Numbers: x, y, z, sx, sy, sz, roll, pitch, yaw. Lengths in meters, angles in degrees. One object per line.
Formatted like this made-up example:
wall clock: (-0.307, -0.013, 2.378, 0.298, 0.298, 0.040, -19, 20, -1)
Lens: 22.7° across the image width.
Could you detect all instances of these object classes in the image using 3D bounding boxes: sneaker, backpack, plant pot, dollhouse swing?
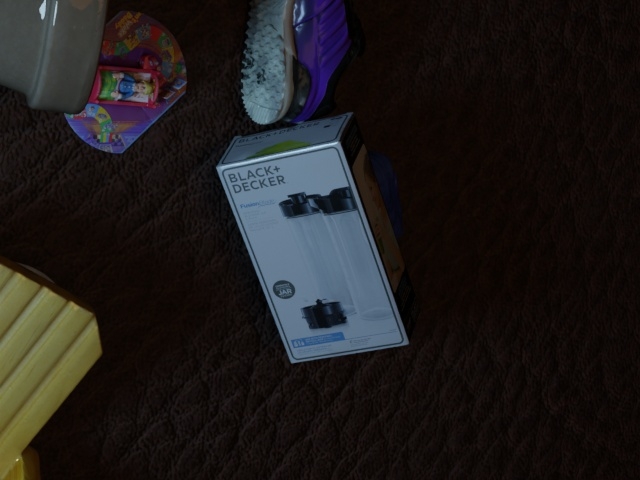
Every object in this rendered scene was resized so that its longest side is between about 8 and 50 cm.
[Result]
sneaker: (-0.006, -0.286, 1.965, 0.146, 0.102, 0.293, 2, 104, -39)
backpack: (0.052, -0.058, 2.053, 0.101, 0.098, 0.120, -43, 126, -54)
plant pot: (-0.348, -0.275, 1.657, 0.229, 0.263, 0.263, 6, 97, -17)
dollhouse swing: (-0.403, 0.215, 1.665, 0.305, 0.315, 0.347, -41, 128, 22)

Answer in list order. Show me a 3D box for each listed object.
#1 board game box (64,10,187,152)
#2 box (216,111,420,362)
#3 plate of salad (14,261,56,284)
board game box: (-0.225, -0.186, 1.870, 0.168, 0.033, 0.133, -46, 122, -18)
box: (0.000, 0.000, 1.977, 0.087, 0.169, 0.290, -64, 140, -58)
plate of salad: (-0.380, 0.114, 1.822, 0.200, 0.048, 0.200, -10, 113, -24)
